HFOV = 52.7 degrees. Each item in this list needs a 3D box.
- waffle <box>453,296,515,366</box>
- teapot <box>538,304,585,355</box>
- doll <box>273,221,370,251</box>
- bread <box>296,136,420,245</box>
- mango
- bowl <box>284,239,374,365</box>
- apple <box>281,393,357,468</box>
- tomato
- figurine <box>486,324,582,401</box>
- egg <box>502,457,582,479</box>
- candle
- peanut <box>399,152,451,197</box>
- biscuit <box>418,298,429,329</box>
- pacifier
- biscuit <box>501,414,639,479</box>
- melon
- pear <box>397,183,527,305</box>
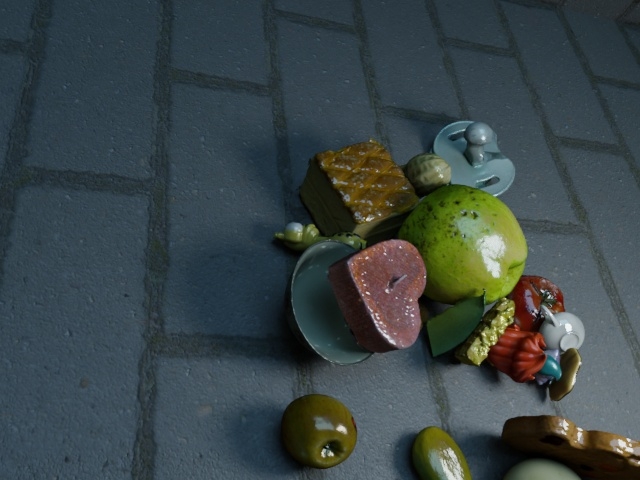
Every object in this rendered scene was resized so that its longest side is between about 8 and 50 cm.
[{"bbox_3d":[0.470,0.255,1.836,0.057,0.229,0.219,38,85,6],"label":"waffle"},{"bbox_3d":[0.740,0.284,1.985,0.145,0.092,0.226,-36,112,0],"label":"teapot"},{"bbox_3d":[0.000,-0.001,1.874,0.291,0.117,0.086,9,88,26],"label":"doll"},{"bbox_3d":[0.118,-0.136,2.012,0.279,0.207,0.279,-20,65,-34],"label":"bread"},{"bbox_3d":[0.320,0.594,1.652,0.137,0.091,0.238,-19,70,-30],"label":"mango"},{"bbox_3d":[0.009,0.177,1.746,0.337,0.157,0.337,16,65,-38],"label":"bowl"},{"bbox_3d":[-0.002,0.462,1.556,0.182,0.183,0.155,2,25,-21],"label":"apple"},{"bbox_3d":[0.703,0.198,2.083,0.227,0.101,0.228,13,53,-17],"label":"tomato"},{"bbox_3d":[0.611,0.340,1.881,0.257,0.181,0.208,23,33,-6],"label":"figurine"},{"bbox_3d":[0.574,0.654,1.648,0.241,0.186,0.186,16,51,-23],"label":"egg"},{"bbox_3d":[0.158,0.118,1.708,0.287,0.131,0.317,32,55,-25],"label":"candle"},{"bbox_3d":[0.312,-0.199,2.085,0.146,0.305,0.147,5,77,-21],"label":"peanut"},{"bbox_3d":[0.243,0.211,1.919,0.170,0.050,0.170,16,51,-21],"label":"biscuit"},{"bbox_3d":[0.531,-0.313,2.279,0.288,0.269,0.343,-21,60,-5],"label":"pacifier"},{"bbox_3d":[0.699,0.559,1.674,0.455,0.350,0.078,15,68,8],"label":"biscuit"},{"bbox_3d":[0.391,0.223,1.836,0.114,0.262,0.053,51,34,16],"label":"melon"},{"bbox_3d":[0.428,0.026,1.925,0.390,0.391,0.391,11,53,-15],"label":"pear"}]
